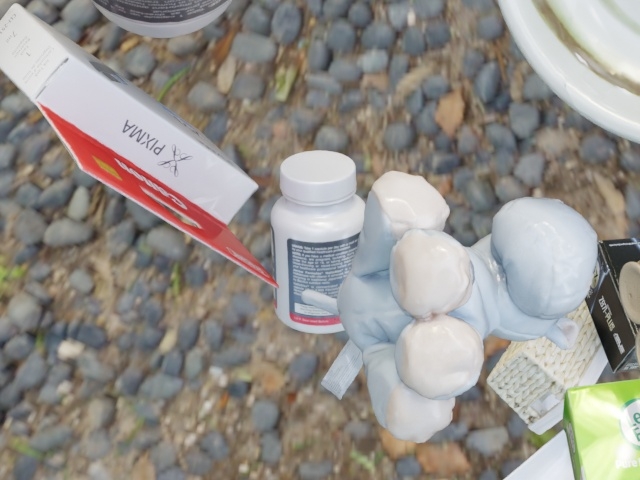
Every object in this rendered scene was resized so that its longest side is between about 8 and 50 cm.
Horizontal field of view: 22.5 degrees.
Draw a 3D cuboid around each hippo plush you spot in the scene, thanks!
[{"bbox_3d":[0.152,0.074,1.558,0.237,0.234,0.294,-3,150,-20],"label":"hippo plush"}]

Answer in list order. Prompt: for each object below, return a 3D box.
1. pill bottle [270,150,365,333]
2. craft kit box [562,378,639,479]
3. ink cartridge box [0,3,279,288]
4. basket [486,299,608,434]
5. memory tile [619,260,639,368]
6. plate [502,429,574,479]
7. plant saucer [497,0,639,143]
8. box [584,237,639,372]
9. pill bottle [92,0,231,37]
[{"bbox_3d":[0.000,0.000,1.748,0.108,0.108,0.180,0,119,2],"label":"pill bottle"},{"bbox_3d":[0.283,0.190,0.926,0.250,0.246,0.061,-8,148,2],"label":"craft kit box"},{"bbox_3d":[-0.173,-0.095,1.620,0.066,0.261,0.296,-51,135,5],"label":"ink cartridge box"},{"bbox_3d":[0.304,0.147,2.073,0.103,0.167,0.113,40,140,1],"label":"basket"},{"bbox_3d":[0.206,0.058,0.864,0.012,0.148,0.113,-9,86,-16],"label":"memory tile"},{"bbox_3d":[0.298,0.419,2.014,0.277,0.045,0.278,-40,60,5],"label":"plate"},{"bbox_3d":[0.345,-0.277,1.389,0.400,0.100,0.400,5,100,28],"label":"plant saucer"},{"bbox_3d":[0.424,0.074,1.965,0.180,0.147,0.077,-3,148,-20],"label":"box"},{"bbox_3d":[-0.149,-0.316,1.476,0.204,0.361,0.204,1,81,-4],"label":"pill bottle"}]
